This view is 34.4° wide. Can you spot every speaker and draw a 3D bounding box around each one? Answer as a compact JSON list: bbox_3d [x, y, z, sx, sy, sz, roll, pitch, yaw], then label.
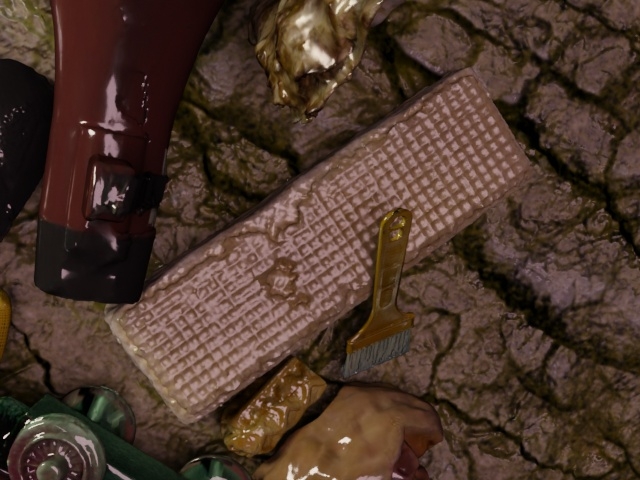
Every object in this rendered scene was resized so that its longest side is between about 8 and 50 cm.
[{"bbox_3d":[-0.146,-0.107,0.846,0.198,0.259,0.330,4,92,-40],"label":"speaker"}]

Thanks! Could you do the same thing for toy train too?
[{"bbox_3d":[-0.197,0.275,0.932,0.304,0.150,0.222,31,97,0],"label":"toy train"}]

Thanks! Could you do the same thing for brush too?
[{"bbox_3d":[0.063,0.051,0.975,0.082,0.010,0.218,-21,140,-25],"label":"brush"}]

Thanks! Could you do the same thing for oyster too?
[{"bbox_3d":[0.014,-0.193,0.790,0.111,0.396,0.204,37,60,-11],"label":"oyster"}]

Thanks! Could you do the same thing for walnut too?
[{"bbox_3d":[0.027,0.264,1.003,0.204,0.141,0.238,1,94,-8],"label":"walnut"}]

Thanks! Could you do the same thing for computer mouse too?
[{"bbox_3d":[-0.315,-0.062,0.918,0.122,0.073,0.217,35,90,-15],"label":"computer mouse"}]

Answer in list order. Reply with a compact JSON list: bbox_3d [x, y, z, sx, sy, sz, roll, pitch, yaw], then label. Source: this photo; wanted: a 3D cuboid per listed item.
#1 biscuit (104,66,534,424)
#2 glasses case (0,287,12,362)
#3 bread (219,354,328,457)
[{"bbox_3d":[0.000,0.000,0.994,0.426,0.078,0.144,-36,102,-7],"label":"biscuit"},{"bbox_3d":[-0.343,0.149,0.934,0.064,0.079,0.234,24,91,-24],"label":"glasses case"},{"bbox_3d":[-0.052,0.163,1.008,0.110,0.066,0.060,-45,149,-15],"label":"bread"}]
